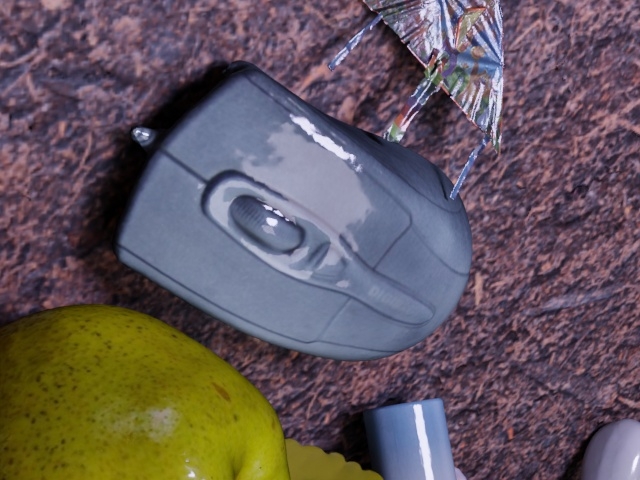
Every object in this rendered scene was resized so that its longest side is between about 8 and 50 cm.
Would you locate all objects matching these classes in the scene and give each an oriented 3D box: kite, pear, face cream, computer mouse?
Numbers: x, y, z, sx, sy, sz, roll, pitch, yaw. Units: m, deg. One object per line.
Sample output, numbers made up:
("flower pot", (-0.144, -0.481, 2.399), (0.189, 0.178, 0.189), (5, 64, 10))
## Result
("kite", (0.097, -0.137, 1.190), (0.183, 0.010, 0.160), (45, 72, -27))
("pear", (-0.167, 0.192, 1.090), (0.294, 0.294, 0.294), (-19, 131, -24))
("face cream", (0.094, 0.270, 1.375), (0.077, 0.077, 0.250), (-6, 81, -33))
("computer mouse", (0.000, 0.000, 1.187), (0.371, 0.122, 0.188), (28, 102, -42))

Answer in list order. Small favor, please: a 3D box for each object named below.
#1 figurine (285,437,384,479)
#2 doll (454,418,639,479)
("figurine", (-0.045, 0.349, 1.378), (0.187, 0.168, 0.315), (11, 124, -8))
("doll", (0.184, 0.370, 1.544), (0.365, 0.187, 0.376), (7, 74, -34))
